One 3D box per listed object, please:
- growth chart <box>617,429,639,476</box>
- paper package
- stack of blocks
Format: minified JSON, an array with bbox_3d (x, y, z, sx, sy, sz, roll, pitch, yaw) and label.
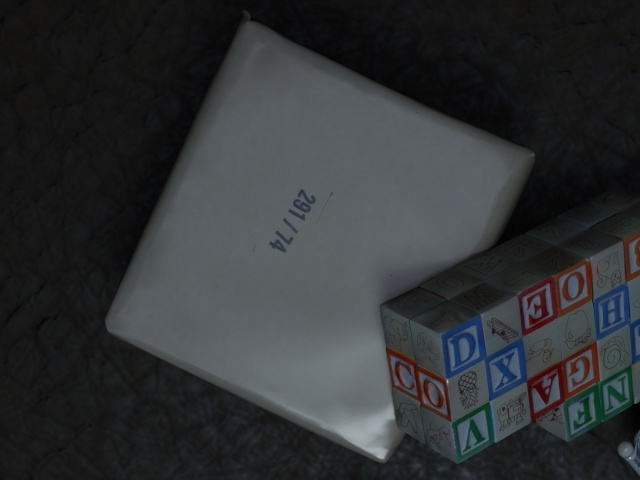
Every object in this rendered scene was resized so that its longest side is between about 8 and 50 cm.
[{"bbox_3d":[0.363,0.131,1.279,0.021,0.172,0.237,35,89,39],"label":"growth chart"},{"bbox_3d":[0.000,0.000,1.286,0.309,0.168,0.325,25,90,3],"label":"paper package"},{"bbox_3d":[0.204,0.087,1.213,0.297,0.087,0.171,-24,118,-28],"label":"stack of blocks"}]
